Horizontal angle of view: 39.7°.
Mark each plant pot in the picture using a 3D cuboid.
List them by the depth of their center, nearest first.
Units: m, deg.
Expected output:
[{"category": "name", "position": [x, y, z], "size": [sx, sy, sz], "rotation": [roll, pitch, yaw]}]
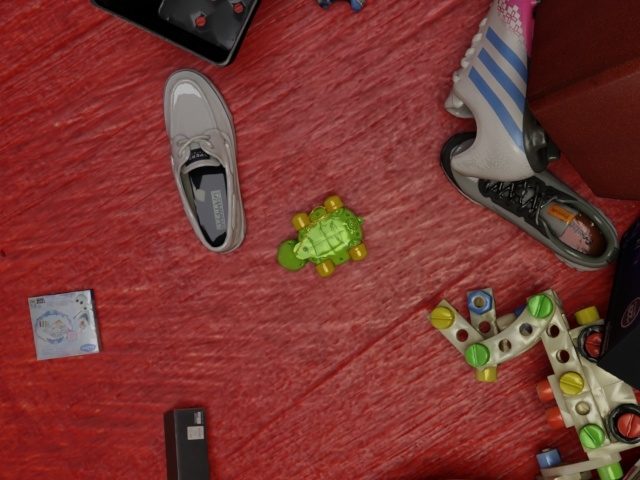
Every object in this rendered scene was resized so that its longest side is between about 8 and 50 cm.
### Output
[{"category": "plant pot", "position": [0.380, -0.192, 0.982], "size": [0.236, 0.267, 0.267], "rotation": [-19, 133, 37]}, {"category": "plant pot", "position": [-0.154, -0.333, 1.137], "size": [0.188, 0.167, 0.187], "rotation": [26, 94, 1]}]

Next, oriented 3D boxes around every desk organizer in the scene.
[{"category": "desk organizer", "position": [-0.186, 0.300, 1.228], "size": [0.047, 0.050, 0.130], "rotation": [2, 76, -29]}]

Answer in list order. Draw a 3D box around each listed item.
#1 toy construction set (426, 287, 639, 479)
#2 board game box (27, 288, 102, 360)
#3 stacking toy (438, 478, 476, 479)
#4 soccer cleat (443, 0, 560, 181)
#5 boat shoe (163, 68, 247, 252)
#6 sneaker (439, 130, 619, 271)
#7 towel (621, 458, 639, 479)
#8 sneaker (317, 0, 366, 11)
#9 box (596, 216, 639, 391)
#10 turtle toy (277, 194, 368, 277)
[{"category": "toy construction set", "position": [0.292, 0.200, 1.139], "size": [0.215, 0.151, 0.327], "rotation": [-22, 92, 16]}, {"category": "board game box", "position": [-0.358, 0.118, 1.245], "size": [0.090, 0.020, 0.090], "rotation": [-7, 92, 3]}, {"category": "stacking toy", "position": [0.153, 0.523, 0.988], "size": [0.351, 0.480, 0.350], "rotation": [3, 104, 12]}, {"category": "soccer cleat", "position": [0.224, -0.231, 1.127], "size": [0.143, 0.116, 0.331], "rotation": [-6, 68, 29]}, {"category": "boat shoe", "position": [-0.154, -0.109, 1.189], "size": [0.095, 0.084, 0.258], "rotation": [-18, 92, 4]}, {"category": "sneaker", "position": [0.279, -0.057, 1.156], "size": [0.271, 0.108, 0.100], "rotation": [34, 96, 4]}, {"category": "towel", "position": [0.453, 0.363, 1.108], "size": [0.329, 0.037, 0.237], "rotation": [-42, 112, -19]}, {"category": "sneaker", "position": [0.002, -0.344, 1.186], "size": [0.135, 0.052, 0.058], "rotation": [18, 98, 3]}, {"category": "box", "position": [0.434, 0.037, 1.049], "size": [0.103, 0.261, 0.184], "rotation": [29, 133, 3]}, {"category": "turtle toy", "position": [0.000, 0.000, 1.195], "size": [0.130, 0.066, 0.095], "rotation": [-27, 91, 5]}]
